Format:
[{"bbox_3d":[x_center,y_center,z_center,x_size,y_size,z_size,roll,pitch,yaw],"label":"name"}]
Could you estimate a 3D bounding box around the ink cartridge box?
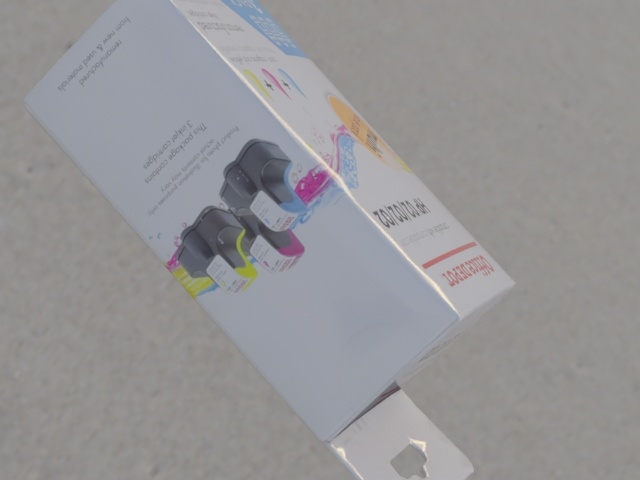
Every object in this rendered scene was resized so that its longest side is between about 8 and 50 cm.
[{"bbox_3d":[0.000,0.000,0.564,0.181,0.061,0.104,48,15,7],"label":"ink cartridge box"}]
